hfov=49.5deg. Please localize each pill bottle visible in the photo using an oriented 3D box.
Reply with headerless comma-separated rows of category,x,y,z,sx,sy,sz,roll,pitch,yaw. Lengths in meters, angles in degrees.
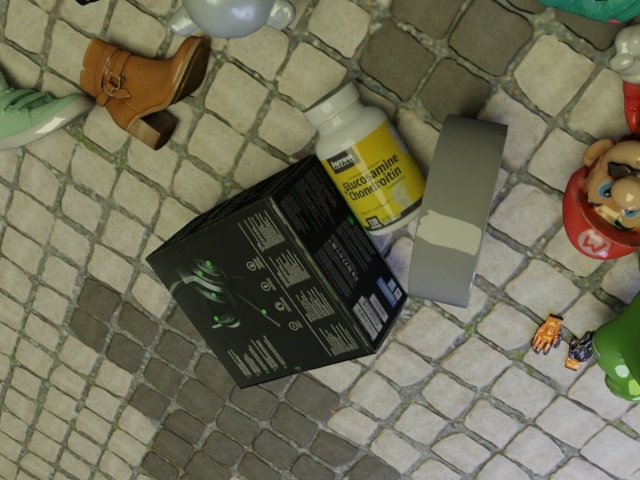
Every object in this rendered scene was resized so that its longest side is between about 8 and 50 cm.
pill bottle,0.058,-0.106,0.887,0.103,0.103,0.184,-26,107,31

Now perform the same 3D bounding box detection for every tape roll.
tape roll,0.162,-0.034,0.818,0.072,0.219,0.219,14,122,12

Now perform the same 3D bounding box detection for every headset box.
headset box,-0.069,0.057,0.970,0.283,0.131,0.246,-24,106,38

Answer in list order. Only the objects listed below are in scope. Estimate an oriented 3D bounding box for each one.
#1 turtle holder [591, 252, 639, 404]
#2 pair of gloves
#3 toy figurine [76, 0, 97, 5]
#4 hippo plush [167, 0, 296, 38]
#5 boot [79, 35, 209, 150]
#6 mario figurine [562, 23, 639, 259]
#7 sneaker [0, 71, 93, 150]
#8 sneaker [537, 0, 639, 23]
turtle holder,0.472,0.132,0.782,0.227,0.243,0.320,35,117,-21
pair of gloves,0.343,0.145,0.975,0.083,0.010,0.074,23,124,7
toy figurine,-0.294,-0.411,0.834,0.213,0.148,0.209,23,130,6
hippo plush,-0.080,-0.338,0.725,0.234,0.294,0.236,-4,133,18
boot,-0.250,-0.235,0.957,0.152,0.073,0.197,40,122,1
mario figurine,0.372,-0.102,0.714,0.170,0.198,0.320,14,124,-31
sneaker,-0.469,-0.219,1.038,0.256,0.094,0.151,-9,111,24
sneaker,0.326,-0.324,0.640,0.178,0.124,0.295,34,133,6
